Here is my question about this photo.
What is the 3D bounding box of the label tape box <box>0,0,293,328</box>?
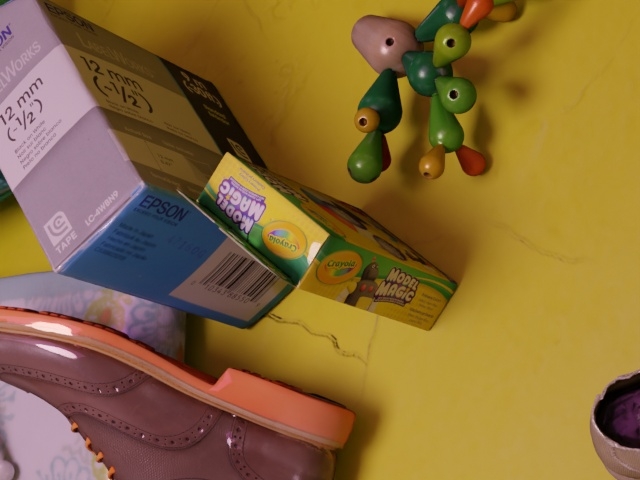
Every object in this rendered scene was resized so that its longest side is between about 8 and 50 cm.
[{"bbox_3d":[-0.177,-0.103,1.317,0.115,0.249,0.348,-42,58,18],"label":"label tape box"}]

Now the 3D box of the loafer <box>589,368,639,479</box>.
[{"bbox_3d":[0.301,0.111,1.026,0.268,0.092,0.102,-23,65,28],"label":"loafer"}]

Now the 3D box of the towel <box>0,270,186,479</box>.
[{"bbox_3d":[-0.282,0.192,1.413,0.374,0.090,0.321,-8,76,33],"label":"towel"}]

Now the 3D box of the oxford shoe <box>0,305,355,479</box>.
[{"bbox_3d":[-0.162,0.144,1.238,0.363,0.130,0.133,17,85,9],"label":"oxford shoe"}]

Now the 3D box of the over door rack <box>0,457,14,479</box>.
[{"bbox_3d":[-0.384,0.275,1.326,0.239,0.108,0.324,-36,41,22],"label":"over door rack"}]

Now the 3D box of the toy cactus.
[{"bbox_3d":[0.089,-0.146,1.257,0.219,0.112,0.180,-60,35,9],"label":"toy cactus"}]

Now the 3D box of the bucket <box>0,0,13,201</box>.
[{"bbox_3d":[-0.383,-0.145,1.441,0.183,0.281,0.281,-15,69,25],"label":"bucket"}]

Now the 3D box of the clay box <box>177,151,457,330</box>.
[{"bbox_3d":[0.000,0.000,1.184,0.127,0.222,0.053,39,100,35],"label":"clay box"}]
